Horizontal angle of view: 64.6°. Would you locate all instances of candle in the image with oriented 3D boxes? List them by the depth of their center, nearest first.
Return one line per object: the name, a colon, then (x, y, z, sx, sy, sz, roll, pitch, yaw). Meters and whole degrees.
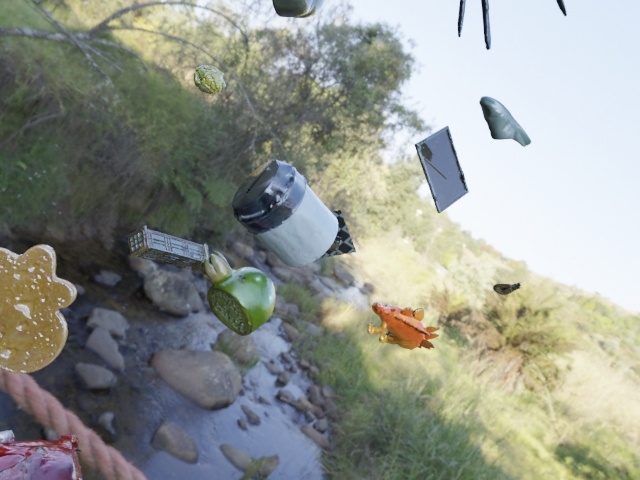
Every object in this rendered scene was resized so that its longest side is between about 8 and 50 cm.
candle: (-0.081, -0.055, 1.462, 0.342, 0.221, 0.221, 47, -1, -33)

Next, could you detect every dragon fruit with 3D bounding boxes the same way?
dragon fruit: (-0.484, 0.461, 0.843, 0.282, 0.100, 0.343, 21, 27, -49)

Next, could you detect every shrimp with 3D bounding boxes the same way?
shrimp: (0.595, 0.150, 1.624, 0.059, 0.023, 0.108, 27, -28, -7)

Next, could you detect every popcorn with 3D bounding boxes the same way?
popcorn: (-0.423, -0.614, 1.913, 0.106, 0.116, 0.120, 64, 6, -68)

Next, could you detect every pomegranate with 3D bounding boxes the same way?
pomegranate: (-0.234, 0.145, 1.463, 0.241, 0.159, 0.190, 32, -41, 18)

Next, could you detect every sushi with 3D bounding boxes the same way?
sushi: (0.000, 0.000, 1.974, 0.047, 0.231, 0.219, -78, 151, -48)

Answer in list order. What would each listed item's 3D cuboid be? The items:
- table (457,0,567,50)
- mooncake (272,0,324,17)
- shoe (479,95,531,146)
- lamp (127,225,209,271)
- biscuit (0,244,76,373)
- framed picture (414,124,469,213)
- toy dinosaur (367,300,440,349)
table: (0.452, -0.646, 1.297, 0.317, 0.317, 0.249, -90, 171, -85)
mooncake: (-0.061, -0.817, 1.546, 0.135, 0.275, 0.275, 11, -3, 18)
shoe: (0.631, -0.399, 1.775, 0.251, 0.100, 0.103, 37, 12, -16)
lamp: (-0.529, 0.036, 1.803, 0.325, 0.089, 0.090, 22, 47, -60)
biscuit: (-0.821, 0.188, 1.403, 0.275, 0.354, 0.052, -7, 6, -16)
framed picture: (0.459, -0.267, 1.892, 0.019, 0.209, 0.281, -2, -67, 53)
toy dinosaur: (0.179, 0.183, 1.019, 0.117, 0.070, 0.288, -4, -31, 29)
